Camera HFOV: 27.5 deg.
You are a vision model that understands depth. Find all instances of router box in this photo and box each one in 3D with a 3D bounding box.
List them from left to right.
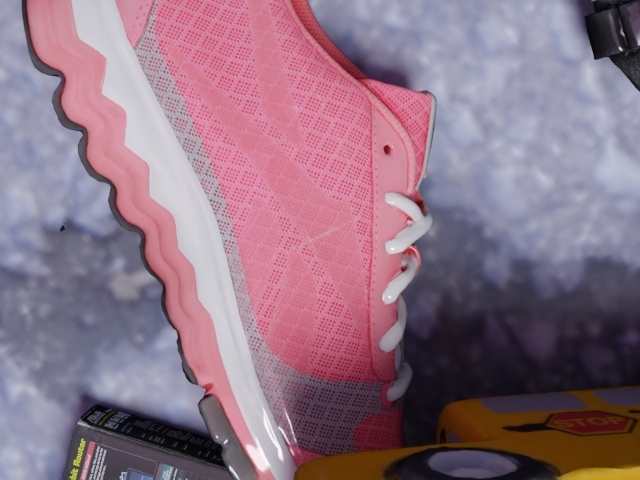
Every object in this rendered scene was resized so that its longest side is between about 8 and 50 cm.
[{"bbox_3d":[-0.079,0.147,0.599,0.092,0.038,0.122,17,97,4],"label":"router box"}]

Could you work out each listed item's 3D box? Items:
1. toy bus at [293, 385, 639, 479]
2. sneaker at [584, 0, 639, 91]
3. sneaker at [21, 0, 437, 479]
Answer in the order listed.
[{"bbox_3d":[0.153,0.111,0.477,0.333,0.130,0.108,-3,98,-10],"label":"toy bus"},{"bbox_3d":[0.214,-0.109,0.522,0.217,0.079,0.121,-6,99,16],"label":"sneaker"},{"bbox_3d":[0.000,0.000,0.536,0.136,0.116,0.313,-26,94,5],"label":"sneaker"}]
